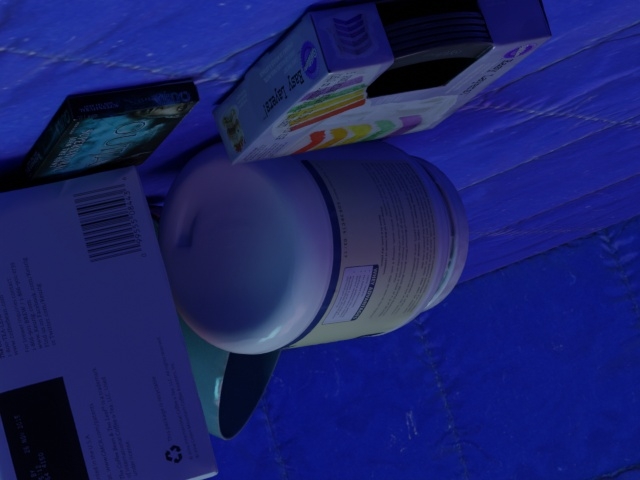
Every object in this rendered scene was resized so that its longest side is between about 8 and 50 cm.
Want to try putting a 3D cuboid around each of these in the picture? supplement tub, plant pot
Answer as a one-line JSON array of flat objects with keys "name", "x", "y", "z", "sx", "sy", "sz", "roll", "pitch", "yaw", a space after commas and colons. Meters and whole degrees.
[{"name": "supplement tub", "x": 0.000, "y": 0.000, "z": 1.796, "sx": 0.235, "sy": 0.235, "sz": 0.325, "roll": -24, "pitch": 168, "yaw": 37}, {"name": "plant pot", "x": -0.165, "y": 0.096, "z": 2.080, "sx": 0.195, "sy": 0.290, "sz": 0.290, "roll": 17, "pitch": 176, "yaw": 12}]

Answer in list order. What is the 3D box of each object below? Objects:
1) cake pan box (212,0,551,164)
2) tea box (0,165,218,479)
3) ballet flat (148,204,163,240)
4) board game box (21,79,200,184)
[{"name": "cake pan box", "x": 0.056, "y": -0.161, "z": 1.501, "sx": 0.245, "sy": 0.070, "sz": 0.267, "roll": -14, "pitch": 170, "yaw": -28}, {"name": "tea box", "x": -0.285, "y": 0.124, "z": 1.671, "sx": 0.220, "sy": 0.329, "sz": 0.323, "roll": -13, "pitch": 176, "yaw": -21}, {"name": "ballet flat", "x": -0.277, "y": 0.010, "z": 1.906, "sx": 0.221, "sy": 0.077, "sz": 0.079, "roll": -19, "pitch": -171, "yaw": 11}, {"name": "board game box", "x": -0.203, "y": -0.102, "z": 1.502, "sx": 0.126, "sy": 0.026, "sz": 0.186, "roll": -12, "pitch": 169, "yaw": -26}]
